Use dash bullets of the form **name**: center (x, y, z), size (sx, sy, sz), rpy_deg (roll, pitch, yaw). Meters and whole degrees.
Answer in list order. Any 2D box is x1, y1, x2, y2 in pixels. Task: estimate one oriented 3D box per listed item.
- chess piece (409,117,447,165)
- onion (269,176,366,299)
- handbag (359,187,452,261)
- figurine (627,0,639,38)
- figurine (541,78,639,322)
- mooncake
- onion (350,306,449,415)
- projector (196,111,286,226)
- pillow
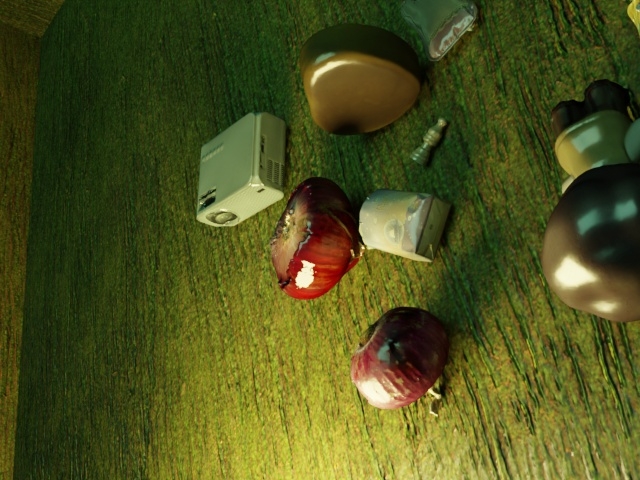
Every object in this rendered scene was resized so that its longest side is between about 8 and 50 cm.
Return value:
- **chess piece**: center (0.201, -0.183, 1.575), size (0.092, 0.035, 0.035), rpy_deg (-58, 37, 12)
- **onion**: center (-0.011, -0.001, 1.669), size (0.248, 0.161, 0.248), rpy_deg (-39, 35, 35)
- **handbag**: center (0.140, -0.032, 1.536), size (0.173, 0.095, 0.117), rpy_deg (12, 81, 52)
- **figurine**: center (0.470, -0.355, 1.263), size (0.083, 0.083, 0.187), rpy_deg (-47, 48, 30)
- **figurine**: center (0.398, -0.046, 1.164), size (0.218, 0.206, 0.365), rpy_deg (-19, 32, 24)
- **mooncake**: center (0.078, -0.312, 1.648), size (0.235, 0.235, 0.117), rpy_deg (-39, 43, 37)
- **onion**: center (0.130, 0.190, 1.401), size (0.177, 0.153, 0.177), rpy_deg (-46, 35, 46)
- **projector**: center (-0.183, -0.160, 2.022), size (0.250, 0.108, 0.198), rpy_deg (-26, 54, 43)
- **pillow**: center (0.224, -0.440, 1.658), size (0.130, 0.038, 0.233), rpy_deg (-48, 39, 25)
